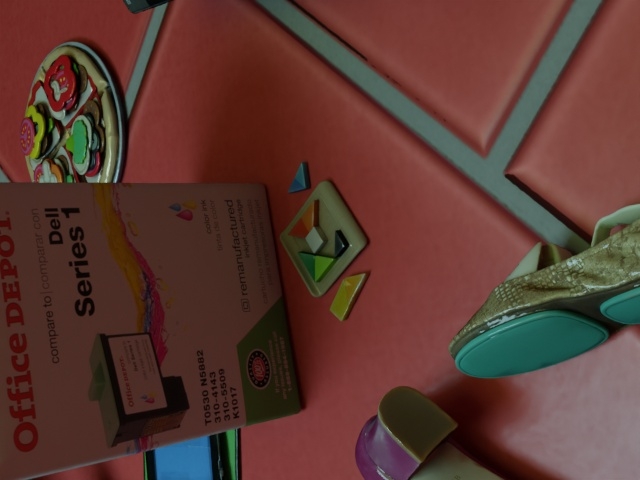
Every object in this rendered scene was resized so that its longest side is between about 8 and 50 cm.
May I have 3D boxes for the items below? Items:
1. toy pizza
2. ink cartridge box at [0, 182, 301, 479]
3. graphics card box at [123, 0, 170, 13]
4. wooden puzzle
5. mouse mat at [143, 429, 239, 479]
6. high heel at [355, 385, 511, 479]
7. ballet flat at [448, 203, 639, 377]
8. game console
[{"bbox_3d":[-0.275,-0.111,0.981,0.201,0.032,0.201,5,96,45],"label":"toy pizza"},{"bbox_3d":[-0.164,0.063,0.706,0.117,0.278,0.201,-15,82,43],"label":"ink cartridge box"},{"bbox_3d":[-0.075,-0.300,0.619,0.371,0.094,0.232,2,127,53],"label":"graphics card box"},{"bbox_3d":[0.000,0.000,0.727,0.116,0.014,0.078,53,127,28],"label":"wooden puzzle"},{"bbox_3d":[-0.126,0.239,0.879,0.153,0.007,0.189,2,94,45],"label":"mouse mat"},{"bbox_3d":[0.114,0.208,0.607,0.244,0.082,0.117,41,154,19],"label":"high heel"},{"bbox_3d":[0.161,0.025,0.544,0.206,0.073,0.067,-27,47,40],"label":"ballet flat"},{"bbox_3d":[-0.147,0.227,0.847,0.122,0.107,0.071,-16,110,45],"label":"game console"}]
